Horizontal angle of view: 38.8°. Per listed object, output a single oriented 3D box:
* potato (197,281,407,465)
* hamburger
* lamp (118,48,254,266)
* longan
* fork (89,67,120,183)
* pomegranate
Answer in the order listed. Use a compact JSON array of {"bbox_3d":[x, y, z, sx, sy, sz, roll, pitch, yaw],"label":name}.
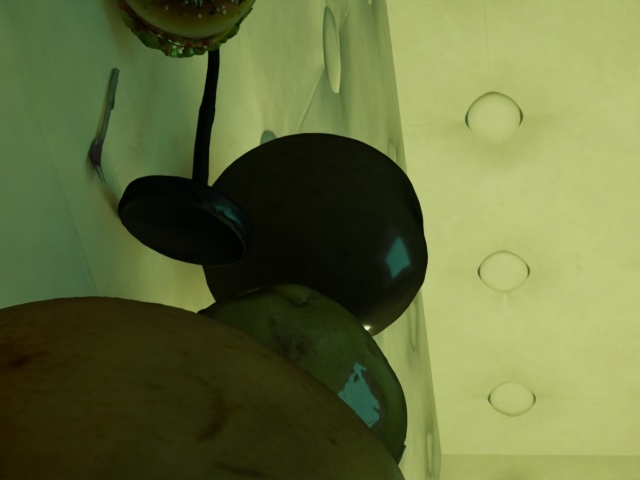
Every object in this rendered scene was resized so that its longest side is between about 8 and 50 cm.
[{"bbox_3d":[-0.040,0.175,0.785,0.202,0.218,0.351,49,-18,33],"label":"potato"},{"bbox_3d":[-0.111,-0.223,0.753,0.141,0.126,0.081,-53,-170,3],"label":"hamburger"},{"bbox_3d":[-0.128,-0.150,0.813,0.130,0.108,0.371,107,-22,-61],"label":"lamp"},{"bbox_3d":[0.000,0.000,0.906,0.248,0.248,0.248,-3,90,-77],"label":"longan"},{"bbox_3d":[-0.170,-0.092,0.719,0.016,0.012,0.115,74,13,-58],"label":"fork"},{"bbox_3d":[-0.085,0.172,0.417,0.319,0.319,0.319,-3,90,-77],"label":"pomegranate"}]
